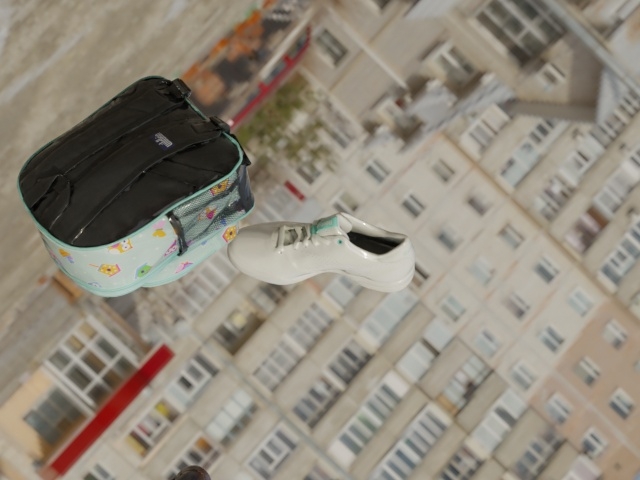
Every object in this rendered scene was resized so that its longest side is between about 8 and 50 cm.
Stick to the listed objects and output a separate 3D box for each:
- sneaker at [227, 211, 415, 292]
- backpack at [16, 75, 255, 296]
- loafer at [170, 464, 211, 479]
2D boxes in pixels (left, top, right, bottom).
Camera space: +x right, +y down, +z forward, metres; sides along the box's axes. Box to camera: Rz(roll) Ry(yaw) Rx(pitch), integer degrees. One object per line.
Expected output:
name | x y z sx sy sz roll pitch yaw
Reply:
sneaker | 0.000 0.000 1.276 0.094 0.212 0.080 86 10 -60
backpack | -0.175 -0.040 1.068 0.188 0.166 0.144 -32 149 -23
loafer | -0.172 0.363 1.244 0.095 0.109 0.302 -67 180 -53
